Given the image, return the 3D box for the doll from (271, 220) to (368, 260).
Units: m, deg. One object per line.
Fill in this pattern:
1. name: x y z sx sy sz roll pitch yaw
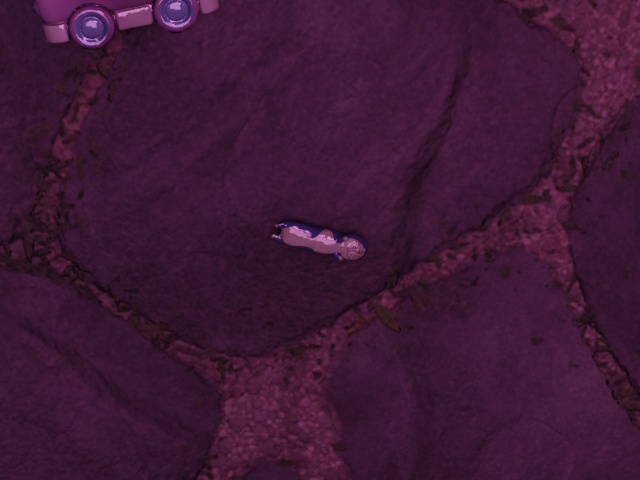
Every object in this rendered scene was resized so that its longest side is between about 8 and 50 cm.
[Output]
1. doll: 0.000 0.000 1.663 0.125 0.027 0.037 11 118 -11

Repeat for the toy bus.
1. toy bus: -0.221 -0.305 1.450 0.202 0.142 0.142 -12 119 -2
